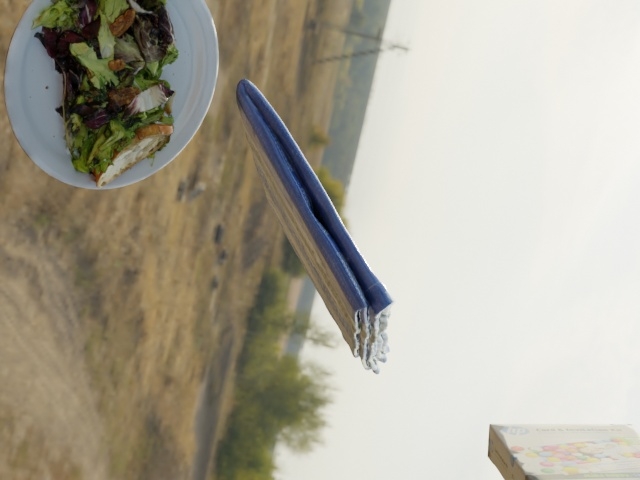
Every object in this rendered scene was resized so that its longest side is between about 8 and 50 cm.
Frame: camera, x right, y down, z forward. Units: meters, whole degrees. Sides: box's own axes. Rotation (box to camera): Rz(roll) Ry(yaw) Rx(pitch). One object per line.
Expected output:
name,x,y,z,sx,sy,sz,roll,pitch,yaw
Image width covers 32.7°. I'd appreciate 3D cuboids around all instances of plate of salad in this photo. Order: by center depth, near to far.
plate of salad,-0.161,-0.133,0.893,0.048,0.200,0.200,31,-65,44

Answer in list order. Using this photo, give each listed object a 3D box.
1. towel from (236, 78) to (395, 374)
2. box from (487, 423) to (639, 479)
towel,0.000,0.000,0.907,0.209,0.034,0.285,60,-5,14
box,0.239,0.208,0.958,0.186,0.145,0.038,-118,-151,-80
